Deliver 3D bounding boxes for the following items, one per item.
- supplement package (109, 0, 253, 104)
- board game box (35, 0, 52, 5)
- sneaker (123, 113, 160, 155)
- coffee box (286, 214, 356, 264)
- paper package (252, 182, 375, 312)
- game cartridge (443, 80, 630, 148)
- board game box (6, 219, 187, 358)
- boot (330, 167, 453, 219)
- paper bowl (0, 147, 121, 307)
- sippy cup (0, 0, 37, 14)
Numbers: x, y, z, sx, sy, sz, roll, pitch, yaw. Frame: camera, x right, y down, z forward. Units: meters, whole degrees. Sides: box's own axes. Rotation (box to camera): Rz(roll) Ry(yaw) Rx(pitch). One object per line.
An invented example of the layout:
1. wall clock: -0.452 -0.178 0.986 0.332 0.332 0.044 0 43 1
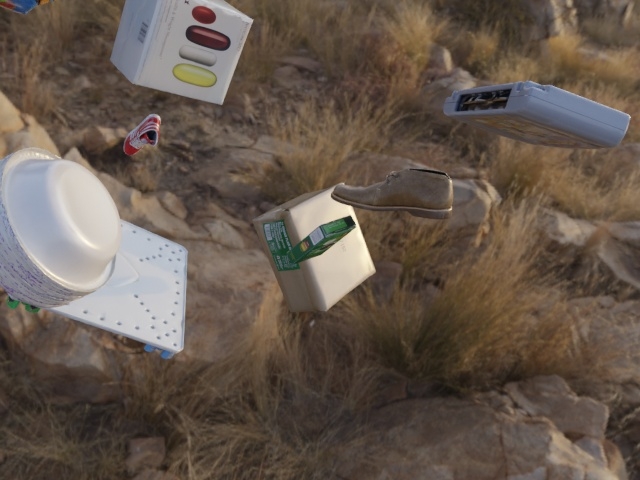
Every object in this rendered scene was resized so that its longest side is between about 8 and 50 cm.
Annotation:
1. supplement package: -0.284 -0.409 1.202 0.203 0.194 0.149 3 30 -42
2. board game box: -0.234 -0.324 0.628 0.141 0.048 0.170 -33 12 -31
3. sneaker: -0.388 -0.215 1.279 0.042 0.118 0.067 30 29 -35
4. coffee box: 0.000 0.000 1.554 0.113 0.184 0.040 -19 77 -38
5. paper package: -0.010 0.023 1.835 0.168 0.324 0.309 -11 14 39
6. game cartridge: 0.350 -0.203 0.982 0.198 0.062 0.297 20 6 -14
7. board game box: -0.512 0.079 1.427 0.390 0.050 0.390 26 29 -27
8. boot: 0.177 -0.130 1.472 0.305 0.115 0.112 6 22 13
9. paper bowl: -0.477 -0.032 1.076 0.148 0.284 0.284 -24 34 12
10. sippy cup: -0.657 -0.579 1.168 0.240 0.305 0.224 -11 -23 37
